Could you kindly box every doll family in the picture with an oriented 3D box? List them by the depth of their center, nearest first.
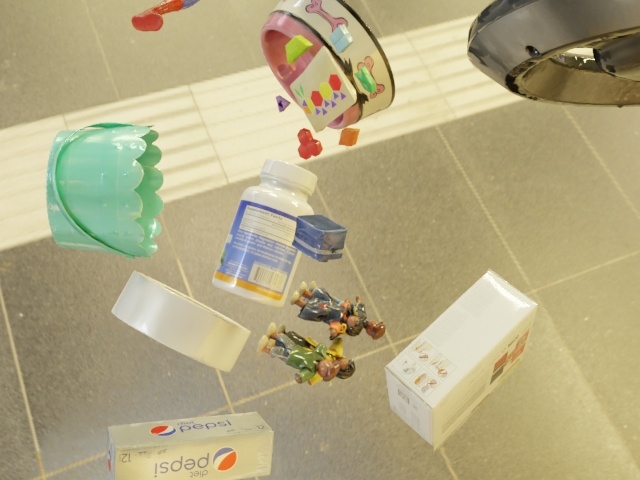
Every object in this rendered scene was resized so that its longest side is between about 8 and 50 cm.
[{"bbox_3d":[0.010,0.111,0.826,0.111,0.076,0.193,23,46,13],"label":"doll family"}]

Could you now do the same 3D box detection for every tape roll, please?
[{"bbox_3d":[-0.294,0.172,1.481,0.286,0.286,0.100,26,83,7],"label":"tape roll"}]

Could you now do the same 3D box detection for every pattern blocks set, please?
[{"bbox_3d":[0.005,-0.348,1.641,0.026,0.324,0.286,-30,98,-38],"label":"pattern blocks set"}]

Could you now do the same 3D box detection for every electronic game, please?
[{"bbox_3d":[0.196,-0.114,0.379,0.229,0.229,0.048,0,88,-7],"label":"electronic game"}]

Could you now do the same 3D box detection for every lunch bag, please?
[{"bbox_3d":[0.000,0.000,1.213,0.067,0.065,0.098,-4,24,-37],"label":"lunch bag"}]

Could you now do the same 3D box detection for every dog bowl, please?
[{"bbox_3d":[0.003,-0.469,1.847,0.150,0.408,0.408,-42,74,-13],"label":"dog bowl"}]

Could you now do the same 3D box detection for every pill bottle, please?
[{"bbox_3d":[-0.102,-0.015,1.376,0.152,0.152,0.272,18,84,3],"label":"pill bottle"}]

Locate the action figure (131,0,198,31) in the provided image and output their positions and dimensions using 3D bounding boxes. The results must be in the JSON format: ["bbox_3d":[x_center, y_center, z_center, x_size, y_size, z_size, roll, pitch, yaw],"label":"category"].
[{"bbox_3d":[-0.077,-0.320,0.768,0.139,0.092,0.280,3,34,40],"label":"action figure"}]

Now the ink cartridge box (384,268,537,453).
[{"bbox_3d":[0.290,0.260,1.449,0.309,0.272,0.130,-39,58,-19],"label":"ink cartridge box"}]

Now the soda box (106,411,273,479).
[{"bbox_3d":[-0.235,0.381,1.259,0.286,0.098,0.091,0,99,-26],"label":"soda box"}]

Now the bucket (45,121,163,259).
[{"bbox_3d":[-0.428,-0.102,1.408,0.183,0.281,0.281,0,62,-5],"label":"bucket"}]
